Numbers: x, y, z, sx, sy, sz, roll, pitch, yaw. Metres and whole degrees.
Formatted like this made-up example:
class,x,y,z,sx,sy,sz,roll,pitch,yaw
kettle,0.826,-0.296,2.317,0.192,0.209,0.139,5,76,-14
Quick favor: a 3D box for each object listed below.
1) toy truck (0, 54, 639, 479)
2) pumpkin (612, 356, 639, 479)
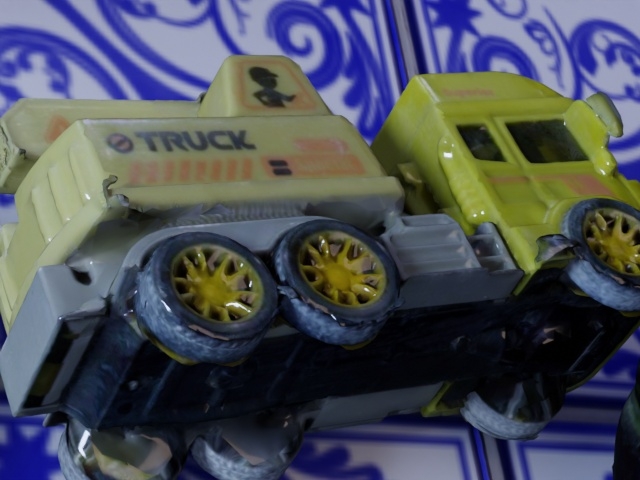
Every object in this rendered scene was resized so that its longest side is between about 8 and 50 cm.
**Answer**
class,x,y,z,sx,sy,sz,roll,pitch,yaw
toy truck,0.000,0.000,0.713,0.272,0.124,0.157,-5,56,-31
pumpkin,0.274,0.083,0.748,0.296,0.296,0.295,16,55,-24
